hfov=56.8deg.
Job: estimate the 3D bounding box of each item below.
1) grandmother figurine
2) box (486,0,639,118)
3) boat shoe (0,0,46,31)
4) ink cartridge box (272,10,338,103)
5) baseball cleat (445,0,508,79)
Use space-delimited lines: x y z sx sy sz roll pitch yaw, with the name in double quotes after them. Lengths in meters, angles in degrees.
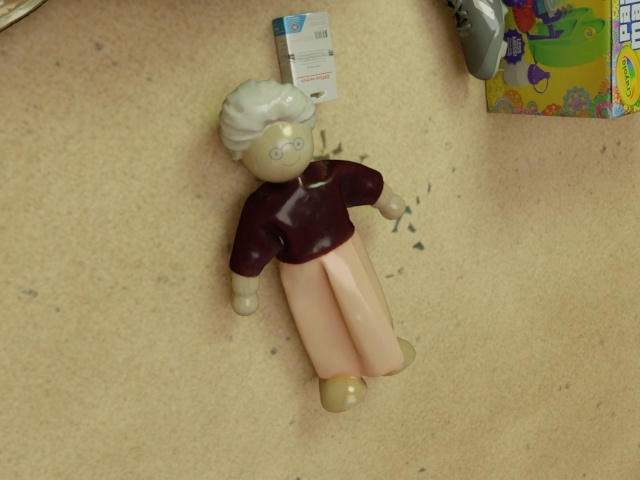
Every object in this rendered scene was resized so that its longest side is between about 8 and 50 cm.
0.000 0.000 0.590 0.208 0.104 0.342 -37 119 -25 "grandmother figurine"
0.337 -0.305 0.644 0.279 0.177 0.289 -17 110 -23 "box"
-0.255 -0.174 0.438 0.135 0.050 0.045 -40 122 -14 "boat shoe"
-0.014 -0.176 0.577 0.048 0.028 0.083 -17 109 -23 "ink cartridge box"
0.138 -0.269 0.621 0.110 0.072 0.205 -10 103 -11 "baseball cleat"
